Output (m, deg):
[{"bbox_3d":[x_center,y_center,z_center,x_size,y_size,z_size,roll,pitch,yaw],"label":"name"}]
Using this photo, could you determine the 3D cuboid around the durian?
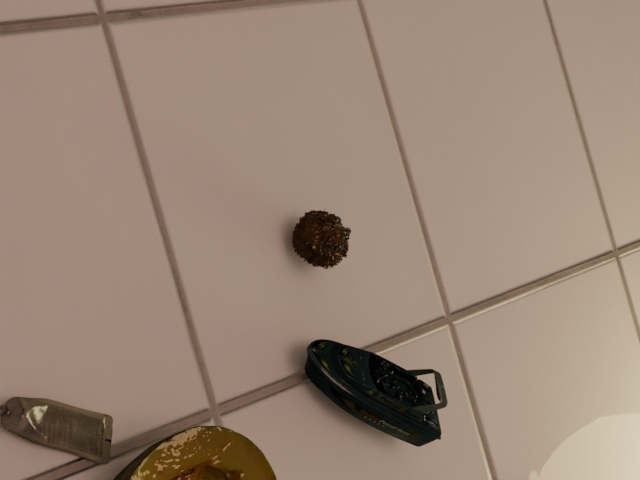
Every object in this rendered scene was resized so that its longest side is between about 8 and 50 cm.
[{"bbox_3d":[0.000,0.000,1.983,0.080,0.080,0.091,58,24,-18],"label":"durian"}]

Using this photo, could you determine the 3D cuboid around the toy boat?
[{"bbox_3d":[0.072,0.192,1.993,0.246,0.103,0.093,30,33,-32],"label":"toy boat"}]

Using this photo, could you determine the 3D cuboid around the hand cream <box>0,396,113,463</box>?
[{"bbox_3d":[-0.289,0.204,1.653,0.165,0.037,0.057,27,60,-48],"label":"hand cream"}]

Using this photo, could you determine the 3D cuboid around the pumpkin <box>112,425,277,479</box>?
[{"bbox_3d":[-0.159,0.315,1.710,0.217,0.110,0.217,0,90,-42],"label":"pumpkin"}]
